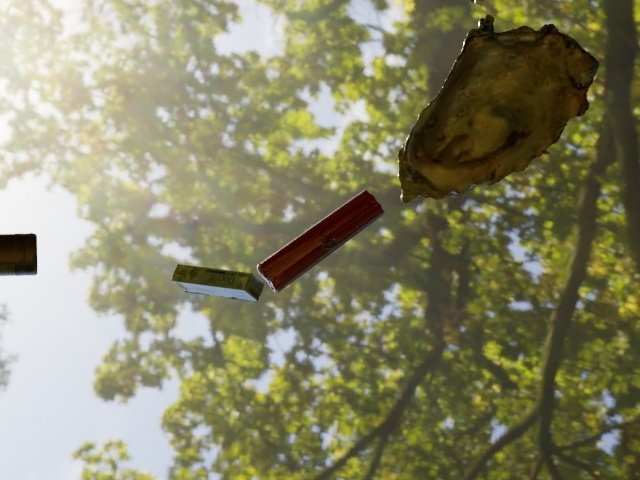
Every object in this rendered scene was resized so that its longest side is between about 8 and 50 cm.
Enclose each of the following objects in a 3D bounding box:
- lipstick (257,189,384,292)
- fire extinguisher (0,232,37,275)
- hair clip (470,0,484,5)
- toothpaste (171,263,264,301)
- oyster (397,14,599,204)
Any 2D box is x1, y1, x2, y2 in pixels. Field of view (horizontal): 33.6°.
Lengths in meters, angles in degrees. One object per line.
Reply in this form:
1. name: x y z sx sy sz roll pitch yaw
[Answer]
1. lipstick: 0.000 0.001 2.151 0.279 0.073 0.073 -36 -143 -11
2. fire extinguisher: -0.570 0.027 1.695 0.099 0.231 0.071 -147 -122 -67
3. hair clip: 0.306 -0.509 1.834 0.056 0.062 0.214 -110 -146 -59
4. toothpaste: -0.170 0.070 1.741 0.164 0.046 0.034 5 -114 35
5. oyster: 0.268 -0.183 1.667 0.361 0.221 0.096 -59 -175 24
